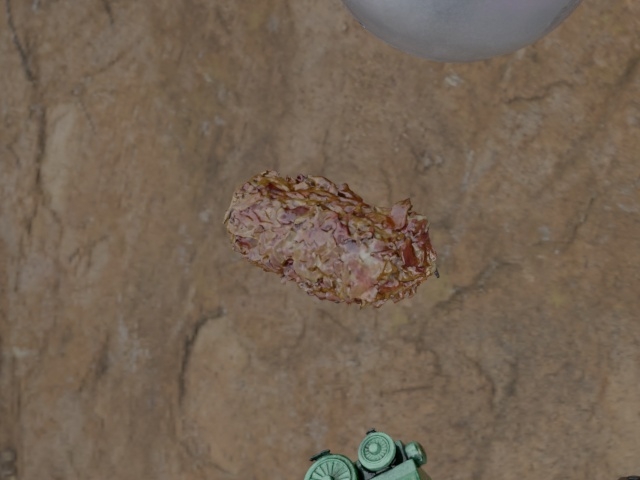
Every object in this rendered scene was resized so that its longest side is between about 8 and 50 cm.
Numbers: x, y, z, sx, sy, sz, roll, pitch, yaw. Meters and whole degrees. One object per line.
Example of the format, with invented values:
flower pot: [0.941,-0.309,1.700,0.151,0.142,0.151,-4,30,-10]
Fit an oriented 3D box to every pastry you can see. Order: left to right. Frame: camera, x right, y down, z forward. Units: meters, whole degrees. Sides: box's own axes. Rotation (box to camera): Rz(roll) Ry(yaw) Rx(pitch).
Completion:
pastry: [0.000,0.003,0.712,0.169,0.063,0.087,16,113,26]

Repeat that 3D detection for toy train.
toy train: [0.025,0.252,0.890,0.178,0.071,0.104,-29,47,9]

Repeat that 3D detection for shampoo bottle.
shampoo bottle: [0.136,-0.317,0.836,0.273,0.273,0.266,63,153,26]

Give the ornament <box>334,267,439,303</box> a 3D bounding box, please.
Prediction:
ornament: [0.109,0.052,1.761,0.203,0.088,0.081,-25,33,19]

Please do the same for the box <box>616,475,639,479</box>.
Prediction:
box: [0.360,0.267,0.992,0.126,0.125,0.026,-1,86,28]
